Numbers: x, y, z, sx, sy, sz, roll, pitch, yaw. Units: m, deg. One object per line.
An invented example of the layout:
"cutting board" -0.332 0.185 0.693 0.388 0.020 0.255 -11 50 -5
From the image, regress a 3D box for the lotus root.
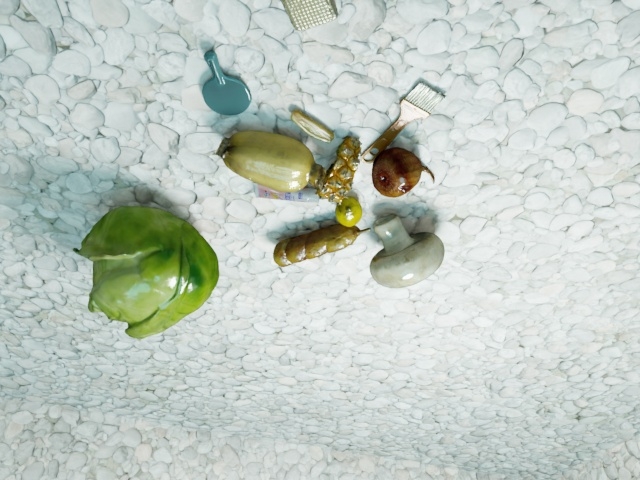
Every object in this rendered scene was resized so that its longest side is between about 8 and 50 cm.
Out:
"lotus root" -0.128 -0.213 1.770 0.303 0.131 0.146 16 126 -2

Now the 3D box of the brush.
"brush" 0.201 -0.298 1.739 0.090 0.017 0.314 24 138 -20

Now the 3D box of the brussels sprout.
"brussels sprout" -0.503 0.092 2.011 0.360 0.343 0.425 -12 138 28

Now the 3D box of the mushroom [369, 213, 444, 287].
"mushroom" 0.250 0.025 2.015 0.243 0.244 0.244 2 142 2

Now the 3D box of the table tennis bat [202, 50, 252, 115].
"table tennis bat" -0.245 -0.388 1.643 0.124 0.033 0.201 -7 143 10

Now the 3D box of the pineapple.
"pineapple" 0.045 -0.168 1.816 0.079 0.135 0.233 14 142 -12

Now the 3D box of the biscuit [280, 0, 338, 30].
"biscuit" -0.050 -0.558 1.391 0.108 0.062 0.239 -12 139 18

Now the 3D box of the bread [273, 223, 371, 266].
"bread" 0.001 0.002 2.062 0.343 0.124 0.084 -18 108 25

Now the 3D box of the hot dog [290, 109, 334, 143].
"hot dog" -0.024 -0.300 1.740 0.137 0.028 0.044 26 110 -29

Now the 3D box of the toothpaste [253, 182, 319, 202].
"toothpaste" -0.100 -0.140 1.941 0.194 0.043 0.067 5 145 7

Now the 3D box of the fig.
"fig" 0.246 -0.194 1.807 0.201 0.134 0.146 -12 -178 -27

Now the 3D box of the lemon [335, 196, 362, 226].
"lemon" 0.085 -0.084 1.962 0.081 0.082 0.111 -2 154 6
